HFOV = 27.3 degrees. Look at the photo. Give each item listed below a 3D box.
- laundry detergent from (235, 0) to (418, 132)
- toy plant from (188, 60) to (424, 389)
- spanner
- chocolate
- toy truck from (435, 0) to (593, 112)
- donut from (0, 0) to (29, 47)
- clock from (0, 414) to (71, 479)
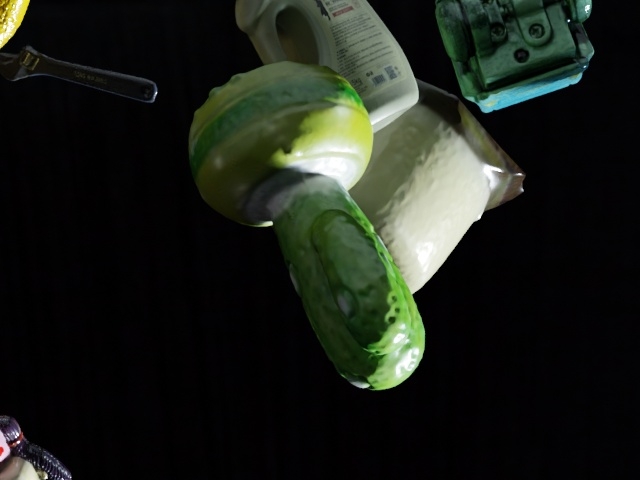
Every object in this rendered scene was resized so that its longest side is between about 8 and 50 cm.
[{"bbox_3d":[-0.008,-0.231,1.474,0.181,0.253,0.091,-31,178,-44],"label":"laundry detergent"},{"bbox_3d":[0.000,0.000,1.270,0.184,0.316,0.224,-19,158,-11],"label":"toy plant"},{"bbox_3d":[-0.294,-0.196,1.573,0.208,0.046,0.012,14,-158,7],"label":"spanner"},{"bbox_3d":[0.076,-0.054,1.942,0.314,0.297,0.326,7,155,48],"label":"chocolate"},{"bbox_3d":[0.180,-0.284,1.389,0.155,0.279,0.156,-19,165,4],"label":"toy truck"},{"bbox_3d":[-0.388,-0.278,1.456,0.065,0.178,0.162,34,-154,29],"label":"donut"},{"bbox_3d":[-0.384,0.250,1.399,0.194,0.195,0.100,-35,-157,16],"label":"clock"}]
